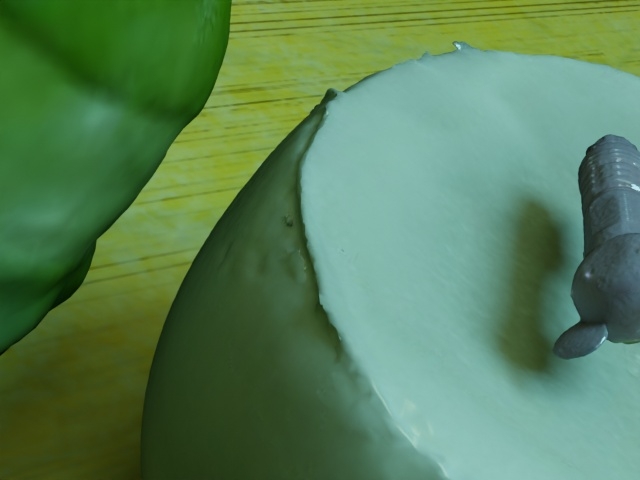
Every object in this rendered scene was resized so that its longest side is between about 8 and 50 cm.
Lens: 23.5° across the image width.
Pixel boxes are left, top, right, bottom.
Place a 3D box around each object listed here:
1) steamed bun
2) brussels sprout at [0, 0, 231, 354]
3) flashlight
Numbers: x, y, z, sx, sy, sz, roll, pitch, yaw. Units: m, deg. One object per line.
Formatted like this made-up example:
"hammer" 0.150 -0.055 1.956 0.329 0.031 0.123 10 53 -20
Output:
"steamed bun" 0.088 0.090 0.568 0.324 0.206 0.324 14 39 -12
"brussels sprout" -0.191 -0.087 0.555 0.315 0.275 0.371 24 26 15
"flashlight" 0.097 0.001 0.488 0.031 0.052 0.110 52 24 -22
